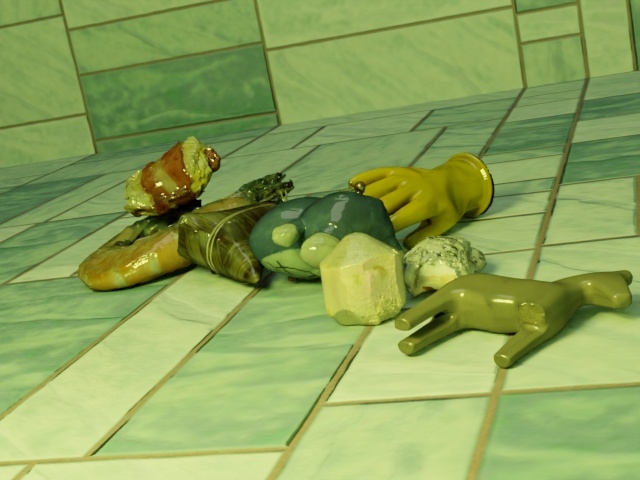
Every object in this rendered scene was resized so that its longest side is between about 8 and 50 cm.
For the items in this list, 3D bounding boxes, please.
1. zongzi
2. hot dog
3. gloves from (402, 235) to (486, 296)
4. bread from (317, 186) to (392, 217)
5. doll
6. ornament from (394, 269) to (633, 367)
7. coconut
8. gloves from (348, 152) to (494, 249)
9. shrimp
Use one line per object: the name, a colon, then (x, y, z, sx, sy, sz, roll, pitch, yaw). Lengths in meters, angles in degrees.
zongzi: (-0.089, 0.010, 1.828, 0.247, 0.111, 0.241, -14, 30, -38)
hot dog: (-0.282, -0.109, 2.024, 0.213, 0.103, 0.146, -29, 33, 21)
gloves: (0.180, 0.029, 1.545, 0.114, 0.070, 0.153, -6, 12, 21)
bread: (0.078, -0.070, 2.054, 0.232, 0.064, 0.172, -5, 17, 19)
doll: (0.000, 0.000, 1.645, 0.228, 0.154, 0.258, 8, -15, -34)
ornament: (0.250, 0.081, 1.297, 0.230, 0.061, 0.245, 4, 24, 43)
coconut: (0.058, 0.048, 1.454, 0.116, 0.122, 0.116, -11, 13, 2)
gloves: (0.161, -0.072, 1.812, 0.294, 0.116, 0.133, -15, 41, -41)
shrimp: (-0.253, -0.025, 2.008, 0.445, 0.085, 0.272, -27, 22, -16)
